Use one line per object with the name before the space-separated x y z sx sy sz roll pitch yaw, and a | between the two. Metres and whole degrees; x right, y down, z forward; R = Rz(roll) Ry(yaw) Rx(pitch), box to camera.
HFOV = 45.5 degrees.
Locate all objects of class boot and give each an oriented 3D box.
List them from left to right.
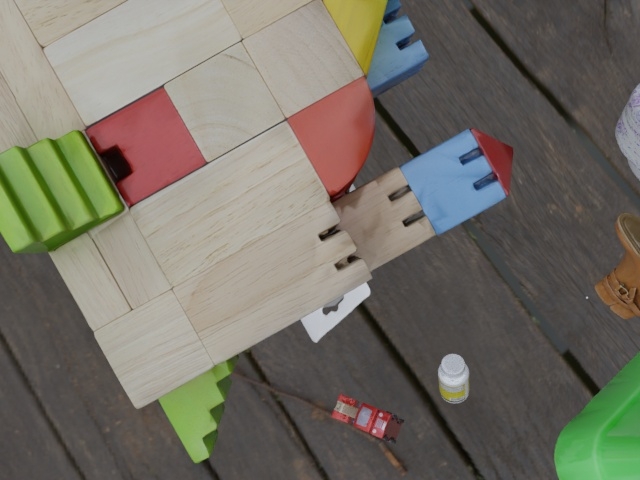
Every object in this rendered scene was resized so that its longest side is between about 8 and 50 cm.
boot | 0.553 0.056 1.379 0.197 0.073 0.152 56 148 2

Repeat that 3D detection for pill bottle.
pill bottle | 0.279 0.287 1.593 0.065 0.116 0.065 -5 50 7

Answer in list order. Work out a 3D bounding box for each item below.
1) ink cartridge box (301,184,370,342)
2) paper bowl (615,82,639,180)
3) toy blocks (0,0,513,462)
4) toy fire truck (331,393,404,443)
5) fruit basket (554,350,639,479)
ink cartridge box | 0.000 0.000 1.517 0.207 0.119 0.353 -45 63 38
paper bowl | 0.712 -0.182 1.466 0.284 0.284 0.148 29 138 19
toy blocks | -0.054 -0.098 0.447 0.261 0.191 0.381 -30 91 -1
toy fire truck | 0.074 0.307 1.330 0.135 0.192 0.047 19 78 20
fruit basket | 0.314 0.290 0.658 0.392 0.283 0.391 25 128 38
